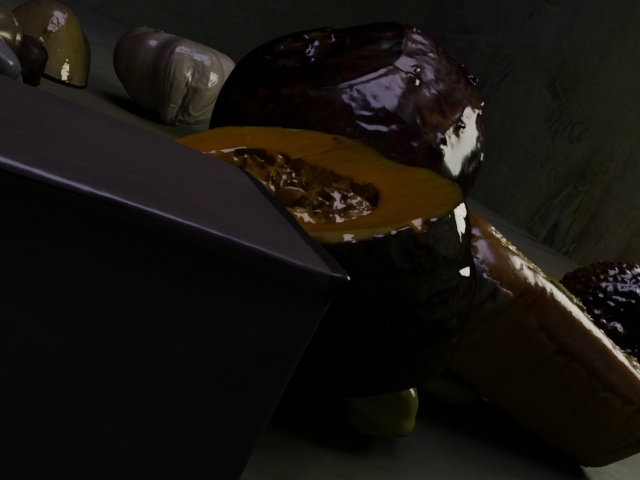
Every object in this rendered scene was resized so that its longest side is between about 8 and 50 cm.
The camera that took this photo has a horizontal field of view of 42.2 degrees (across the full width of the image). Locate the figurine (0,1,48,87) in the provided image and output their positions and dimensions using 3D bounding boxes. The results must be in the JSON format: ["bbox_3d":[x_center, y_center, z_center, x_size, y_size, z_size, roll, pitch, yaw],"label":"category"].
[{"bbox_3d":[-0.463,-0.255,0.940,0.218,0.206,0.365,52,-9,10],"label":"figurine"}]

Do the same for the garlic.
[{"bbox_3d":[-0.253,-0.281,1.453,0.228,0.152,0.228,18,14,-4],"label":"garlic"}]

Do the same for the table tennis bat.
[{"bbox_3d":[0.061,0.092,0.755,0.224,0.054,0.369,34,10,3],"label":"table tennis bat"}]

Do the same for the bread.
[{"bbox_3d":[0.186,0.091,0.750,0.288,0.119,0.152,38,15,-21],"label":"bread"}]

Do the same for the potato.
[{"bbox_3d":[-0.456,-0.346,1.393,0.182,0.117,0.202,25,10,-22],"label":"potato"}]

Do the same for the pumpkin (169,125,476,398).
[{"bbox_3d":[0.000,0.000,0.631,0.222,0.139,0.317,-7,17,-26],"label":"pumpkin"}]

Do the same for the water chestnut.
[{"bbox_3d":[0.034,-0.097,1.007,0.350,0.302,0.350,-8,32,5],"label":"water chestnut"}]

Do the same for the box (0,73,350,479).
[{"bbox_3d":[-0.153,0.013,0.385,0.252,0.153,0.188,21,12,-26],"label":"box"}]

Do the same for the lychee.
[{"bbox_3d":[0.395,0.110,1.133,0.188,0.188,0.188,26,12,-6],"label":"lychee"}]
